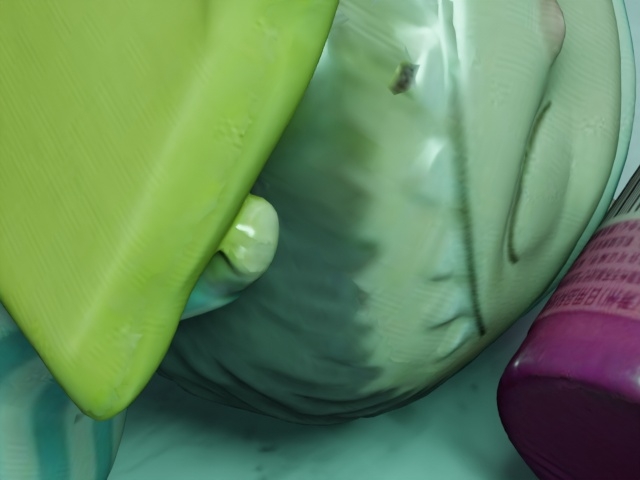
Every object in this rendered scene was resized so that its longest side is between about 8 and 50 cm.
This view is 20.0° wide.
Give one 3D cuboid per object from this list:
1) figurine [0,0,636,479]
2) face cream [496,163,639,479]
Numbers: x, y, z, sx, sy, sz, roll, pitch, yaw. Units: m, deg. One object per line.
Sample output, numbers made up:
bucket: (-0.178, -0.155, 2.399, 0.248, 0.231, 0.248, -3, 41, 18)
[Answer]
figurine: (0.000, 0.000, 0.730, 0.377, 0.361, 0.266, 15, 37, -40)
face cream: (0.184, 0.027, 0.651, 0.175, 0.175, 0.195, 27, 69, 29)
